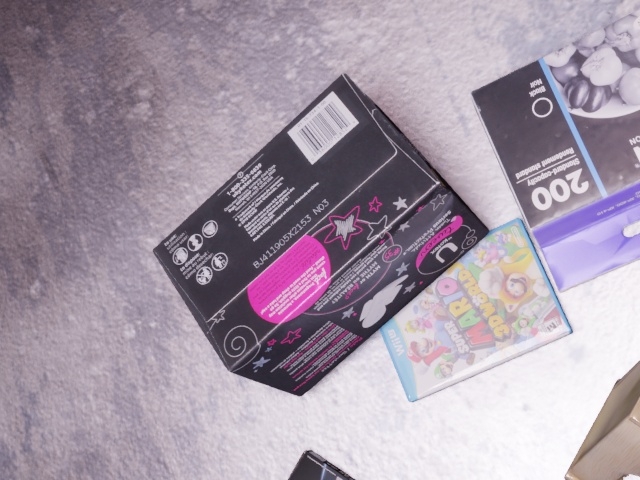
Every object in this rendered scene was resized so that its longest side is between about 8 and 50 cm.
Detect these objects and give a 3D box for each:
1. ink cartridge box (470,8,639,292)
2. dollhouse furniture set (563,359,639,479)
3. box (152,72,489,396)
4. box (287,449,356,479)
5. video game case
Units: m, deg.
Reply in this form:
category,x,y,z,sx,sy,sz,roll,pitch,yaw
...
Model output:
category,x,y,z,sx,sy,sz,roll,pitch,yaw
ink cartridge box,0.268,-0.087,0.968,0.206,0.045,0.208,-26,74,14
dollhouse furniture set,0.341,0.190,0.832,0.242,0.161,0.212,32,65,10
box,0.000,0.000,0.992,0.247,0.142,0.163,-42,58,8
box,0.004,0.251,1.019,0.083,0.018,0.067,31,92,22
video game case,0.137,0.066,1.005,0.166,0.015,0.119,-26,73,15
